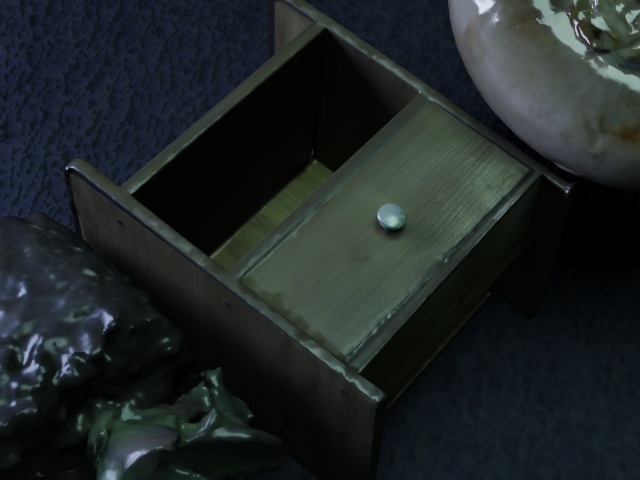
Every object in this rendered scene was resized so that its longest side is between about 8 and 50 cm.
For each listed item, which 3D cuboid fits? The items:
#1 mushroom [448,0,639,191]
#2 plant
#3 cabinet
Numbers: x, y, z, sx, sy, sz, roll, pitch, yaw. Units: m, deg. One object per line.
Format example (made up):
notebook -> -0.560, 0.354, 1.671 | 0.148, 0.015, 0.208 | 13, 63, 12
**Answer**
mushroom -> 0.180, -0.137, 0.733 | 0.227, 0.178, 0.226 | -2, 70, 6
plant -> -0.122, 0.085, 0.733 | 0.142, 0.131, 0.203 | -30, 53, -16
cabinet -> 0.000, 0.000, 0.784 | 0.215, 0.148, 0.175 | 37, 63, 18
